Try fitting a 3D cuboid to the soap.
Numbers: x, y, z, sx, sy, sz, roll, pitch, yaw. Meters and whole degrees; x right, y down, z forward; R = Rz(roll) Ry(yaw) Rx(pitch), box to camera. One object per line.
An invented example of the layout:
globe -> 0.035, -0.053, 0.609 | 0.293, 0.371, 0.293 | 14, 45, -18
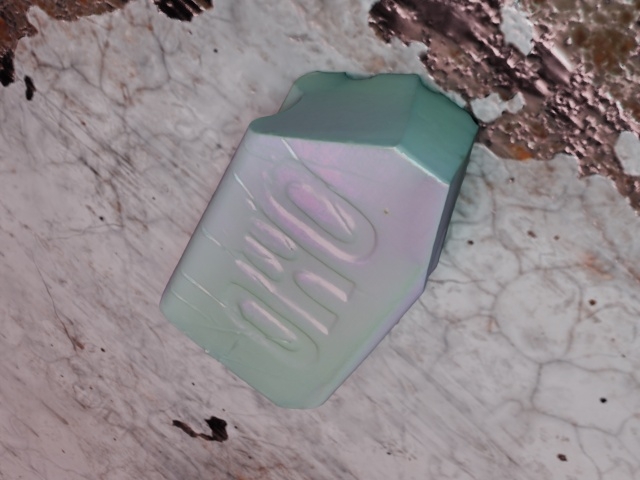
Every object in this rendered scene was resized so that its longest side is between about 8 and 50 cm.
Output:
soap -> 0.000, 0.000, 0.775 | 0.208, 0.115, 0.347 | 37, 132, 2
